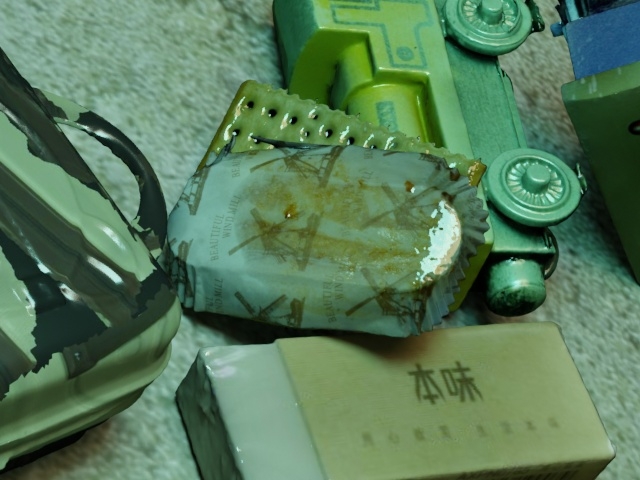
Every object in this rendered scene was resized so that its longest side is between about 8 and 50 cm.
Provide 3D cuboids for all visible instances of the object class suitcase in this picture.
[{"bbox_3d":[-0.268,0.005,1.281,0.339,0.194,0.351,-21,67,-46],"label":"suitcase"}]

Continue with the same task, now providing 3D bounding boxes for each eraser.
[{"bbox_3d":[0.064,0.147,1.421,0.343,0.078,0.144,-2,54,-30],"label":"eraser"}]

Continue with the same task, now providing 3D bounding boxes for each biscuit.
[{"bbox_3d":[0.009,-0.048,1.499,0.231,0.016,0.139,22,76,18],"label":"biscuit"}]

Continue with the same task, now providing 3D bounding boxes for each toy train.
[{"bbox_3d":[0.308,-0.114,1.643,0.202,0.131,0.299,-93,159,-44],"label":"toy train"},{"bbox_3d":[0.096,-0.094,1.597,0.237,0.150,0.368,1,53,-17],"label":"toy train"}]

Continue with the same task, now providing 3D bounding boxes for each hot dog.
[{"bbox_3d":[0.000,0.000,1.432,0.271,0.082,0.162,6,69,18],"label":"hot dog"}]
